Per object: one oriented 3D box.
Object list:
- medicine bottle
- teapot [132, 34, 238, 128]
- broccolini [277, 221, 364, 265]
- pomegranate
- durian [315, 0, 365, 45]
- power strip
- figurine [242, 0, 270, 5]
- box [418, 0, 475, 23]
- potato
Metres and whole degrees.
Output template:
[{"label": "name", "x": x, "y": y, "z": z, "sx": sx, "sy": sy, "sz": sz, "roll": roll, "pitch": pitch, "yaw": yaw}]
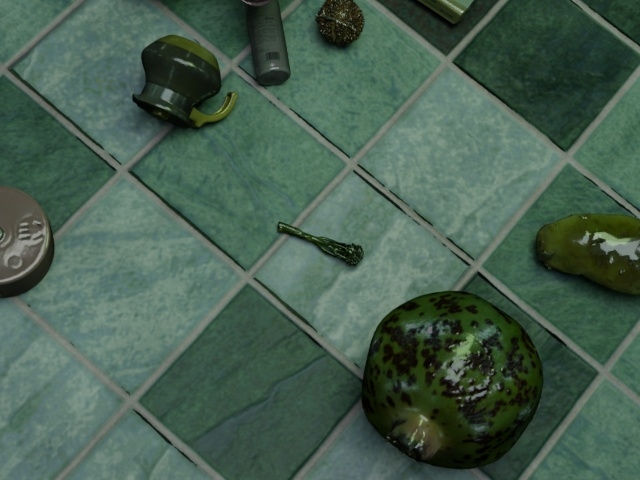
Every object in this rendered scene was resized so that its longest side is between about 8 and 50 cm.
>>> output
[{"label": "medicine bottle", "x": -0.089, "y": -0.347, "z": 1.782, "sx": 0.057, "sy": 0.057, "sz": 0.199, "roll": -7, "pitch": 72, "yaw": -10}, {"label": "teapot", "x": -0.205, "y": -0.232, "z": 1.701, "sx": 0.165, "sy": 0.130, "sz": 0.119, "roll": 28, "pitch": 83, "yaw": -31}, {"label": "broccolini", "x": 0.000, "y": 0.000, "z": 1.684, "sx": 0.140, "sy": 0.035, "sz": 0.030, "roll": 22, "pitch": 66, "yaw": 2}, {"label": "pomegranate", "x": 0.168, "y": 0.200, "z": 1.526, "sx": 0.254, "sy": 0.254, "sz": 0.270, "roll": 39, "pitch": 50, "yaw": 7}, {"label": "durian", "x": 0.036, "y": -0.357, "z": 1.791, "sx": 0.080, "sy": 0.080, "sz": 0.091, "roll": 35, "pitch": 91, "yaw": 5}, {"label": "power strip", "x": -0.459, "y": 0.004, "z": 1.595, "sx": 0.154, "sy": 0.078, "sz": 0.154, "roll": 3, "pitch": 70, "yaw": -8}, {"label": "figurine", "x": -0.191, "y": -0.501, "z": 1.729, "sx": 0.361, "sy": 0.211, "sz": 0.253, "roll": 12, "pitch": 84, "yaw": 5}, {"label": "box", "x": 0.174, "y": -0.508, "z": 1.881, "sx": 0.270, "sy": 0.045, "sz": 0.211, "roll": 33, "pitch": 69, "yaw": 5}, {"label": "potato", "x": 0.442, "y": 0.017, "z": 1.710, "sx": 0.225, "sy": 0.090, "sz": 0.117, "roll": 12, "pitch": 76, "yaw": 4}]
